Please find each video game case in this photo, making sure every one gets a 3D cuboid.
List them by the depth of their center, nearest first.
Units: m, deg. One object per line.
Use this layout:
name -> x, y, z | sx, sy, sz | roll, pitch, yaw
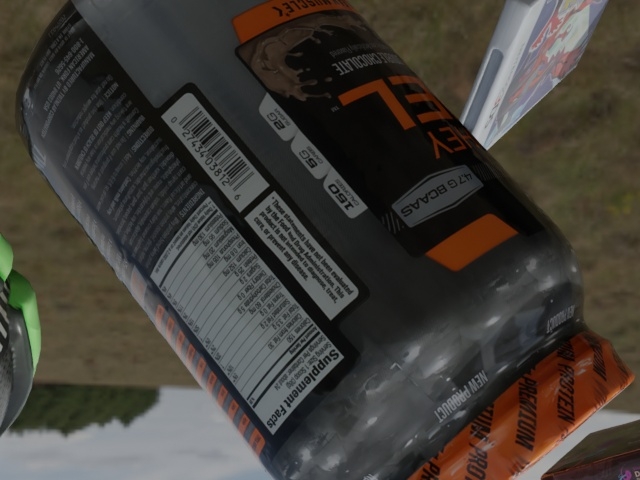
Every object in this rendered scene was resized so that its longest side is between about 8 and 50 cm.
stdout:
video game case -> 0.183, -0.165, 0.903 | 0.023, 0.201, 0.183 | 37, 144, 16

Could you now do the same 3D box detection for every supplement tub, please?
supplement tub -> 0.000, 0.000, 0.633 | 0.207, 0.338, 0.207 | -37, 164, -12

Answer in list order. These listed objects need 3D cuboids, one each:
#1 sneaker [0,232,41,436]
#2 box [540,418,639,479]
sneaker -> -0.303, 0.115, 0.336 | 0.483, 0.202, 0.185 | -23, 127, 4
box -> 0.206, 0.125, 0.680 | 0.116, 0.029, 0.162 | -22, 170, 22
